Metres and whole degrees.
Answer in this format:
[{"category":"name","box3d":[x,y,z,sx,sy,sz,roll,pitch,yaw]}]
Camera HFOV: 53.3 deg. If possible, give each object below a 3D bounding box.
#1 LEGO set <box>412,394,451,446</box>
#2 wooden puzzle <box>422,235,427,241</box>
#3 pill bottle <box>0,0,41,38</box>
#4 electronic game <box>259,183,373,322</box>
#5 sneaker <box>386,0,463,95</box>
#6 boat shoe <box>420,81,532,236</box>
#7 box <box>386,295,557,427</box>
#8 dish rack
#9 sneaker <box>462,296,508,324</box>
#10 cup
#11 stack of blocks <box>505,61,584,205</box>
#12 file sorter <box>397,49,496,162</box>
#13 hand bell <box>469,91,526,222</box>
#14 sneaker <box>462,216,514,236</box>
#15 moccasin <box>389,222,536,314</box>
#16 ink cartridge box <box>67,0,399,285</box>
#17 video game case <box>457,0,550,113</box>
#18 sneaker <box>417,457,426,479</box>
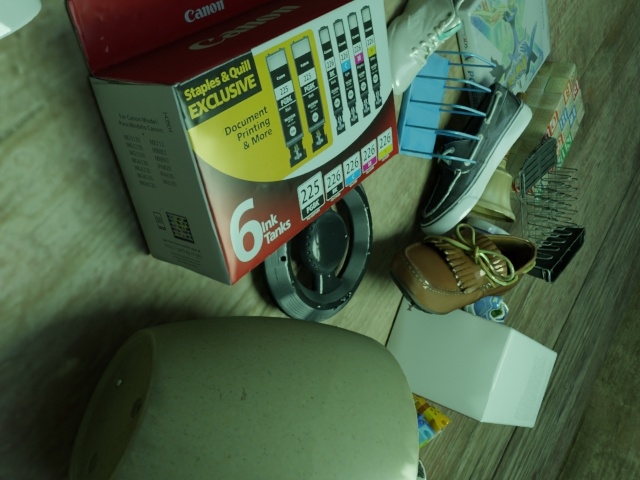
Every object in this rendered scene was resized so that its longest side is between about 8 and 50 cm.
[{"category":"LEGO set","box3d":[0.182,0.354,1.255,0.087,0.093,0.227,-50,157,21]},{"category":"wooden puzzle","box3d":[0.192,0.026,1.194,0.083,0.006,0.049,-61,143,-19]},{"category":"pill bottle","box3d":[-0.263,-0.220,0.372,0.119,0.119,0.208,-49,138,-32]},{"category":"electronic game","box3d":[0.000,0.000,0.882,0.229,0.048,0.229,-11,104,-49]},{"category":"sneaker","box3d":[0.161,-0.308,0.943,0.080,0.094,0.212,42,69,-54]},{"category":"boat shoe","box3d":[0.255,-0.147,1.139,0.102,0.108,0.301,37,88,-16]},{"category":"box","box3d":[0.296,0.241,1.240,0.345,0.215,0.168,28,81,-54]},{"category":"dish rack","box3d":[0.480,-0.071,1.330,0.208,0.074,0.272,-37,125,-41]},{"category":"sneaker","box3d":[0.382,0.177,1.452,0.080,0.081,0.211,-62,145,-19]},{"category":"cup","box3d":[-0.102,0.208,0.636,0.237,0.331,0.331,28,79,-28]},{"category":"stack of blocks","box3d":[0.495,-0.231,1.440,0.297,0.087,0.171,-62,143,-16]},{"category":"file sorter","box3d":[0.204,-0.214,1.032,0.118,0.104,0.170,-2,105,-53]},{"category":"hand bell","box3d":[0.348,-0.168,1.226,0.126,0.126,0.242,21,86,-55]},{"category":"sneaker","box3d":[0.368,0.057,1.382,0.282,0.102,0.161,18,92,-45]},{"category":"moccasin","box3d":[0.259,0.042,1.093,0.380,0.139,0.147,4,138,-43]},{"category":"ink cartridge box","box3d":[-0.062,-0.156,0.665,0.309,0.130,0.272,-41,132,-38]},{"category":"video game case","box3d":[0.366,-0.402,1.240,0.329,0.036,0.300,-53,140,-27]},{"category":"sneaker","box3d":[0.152,0.547,1.290,0.118,0.107,0.279,-23,126,-70]}]
